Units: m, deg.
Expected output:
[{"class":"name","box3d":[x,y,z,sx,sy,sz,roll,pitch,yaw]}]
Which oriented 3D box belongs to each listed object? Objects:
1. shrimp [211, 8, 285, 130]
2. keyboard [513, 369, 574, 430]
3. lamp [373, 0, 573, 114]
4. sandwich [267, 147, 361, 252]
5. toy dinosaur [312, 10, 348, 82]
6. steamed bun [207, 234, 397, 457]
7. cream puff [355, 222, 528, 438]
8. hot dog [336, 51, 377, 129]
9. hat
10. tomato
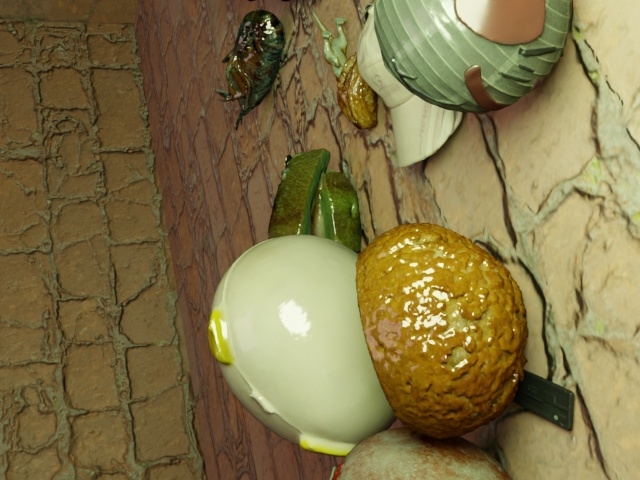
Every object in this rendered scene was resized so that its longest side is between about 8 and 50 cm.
[{"class":"shrimp","box3d":[-0.171,-0.425,1.958,0.372,0.137,0.172,-49,11,50]},{"class":"keyboard","box3d":[0.282,0.202,1.051,0.155,0.010,0.053,-160,69,-67]},{"class":"lamp","box3d":[0.180,-0.266,0.925,0.233,0.265,0.233,14,120,25]},{"class":"sandwich","box3d":[0.000,0.000,1.556,0.250,0.162,0.301,-71,-17,-44]},{"class":"toy dinosaur","box3d":[0.035,-0.356,1.552,0.212,0.057,0.142,-104,1,-53]},{"class":"steamed bun","box3d":[-0.011,0.168,1.323,0.374,0.334,0.334,46,153,0]},{"class":"cream puff","box3d":[0.165,0.111,1.041,0.303,0.212,0.303,-15,-90,-80]},{"class":"hot dog","box3d":[0.070,-0.273,1.436,0.099,0.065,0.147,-141,48,-72]},{"class":"hat","box3d":[0.113,-0.235,1.240,0.219,0.164,0.226,-10,63,70]},{"class":"tomato","box3d":[0.137,0.412,1.075,0.317,0.283,0.316,169,90,-80]}]
